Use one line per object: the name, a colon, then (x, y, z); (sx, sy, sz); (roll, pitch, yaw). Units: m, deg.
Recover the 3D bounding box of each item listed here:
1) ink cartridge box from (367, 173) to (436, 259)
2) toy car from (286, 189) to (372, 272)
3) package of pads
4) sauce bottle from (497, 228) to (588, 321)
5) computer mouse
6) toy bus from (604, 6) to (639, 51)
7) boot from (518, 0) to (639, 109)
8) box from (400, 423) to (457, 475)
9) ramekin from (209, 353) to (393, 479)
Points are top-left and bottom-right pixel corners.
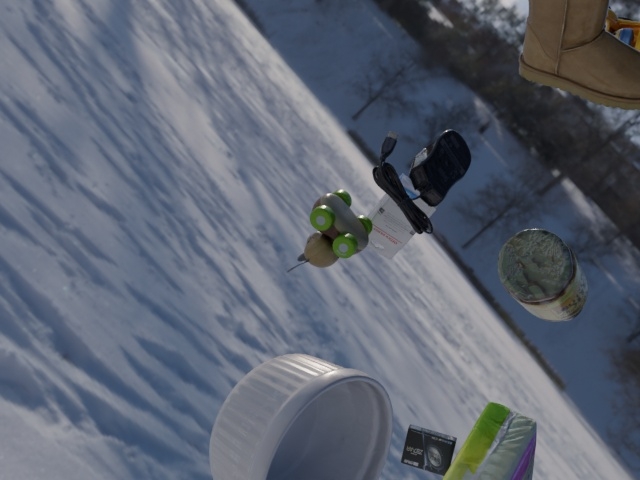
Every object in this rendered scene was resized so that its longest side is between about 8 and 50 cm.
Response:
ink cartridge box: (0.175, -0.053, 1.971); (0.104, 0.180, 0.060); (33, 32, -11)
toy car: (0.000, 0.000, 1.901); (0.149, 0.188, 0.155); (50, 27, -3)
package of pads: (0.243, 0.434, 1.327); (0.101, 0.296, 0.229); (16, -50, 28)
sauce bottle: (0.360, 0.067, 1.338); (0.111, 0.111, 0.344); (52, 11, 23)
computer mouse: (0.185, -0.146, 1.640); (0.184, 0.060, 0.262); (49, 52, -19)
toy bus: (0.544, -0.327, 1.493); (0.220, 0.150, 0.211); (16, 1, -39)
boot: (0.366, -0.311, 1.107); (0.236, 0.089, 0.270); (16, -40, 22)
box: (0.183, 0.355, 1.448); (0.083, 0.067, 0.018); (15, 13, 14)
ramekin: (-0.026, 0.224, 0.942); (0.109, 0.207, 0.207); (22, -12, 40)
